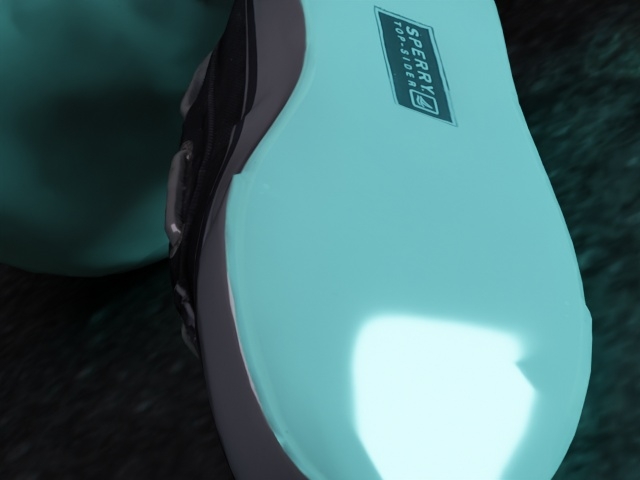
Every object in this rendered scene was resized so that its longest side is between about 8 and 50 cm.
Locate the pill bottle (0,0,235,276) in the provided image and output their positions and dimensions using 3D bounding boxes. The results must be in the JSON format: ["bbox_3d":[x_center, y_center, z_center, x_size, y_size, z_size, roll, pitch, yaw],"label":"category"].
[{"bbox_3d":[-0.122,-0.115,0.813,0.162,0.162,0.278,-34,36,-1],"label":"pill bottle"}]

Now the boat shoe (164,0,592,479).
[{"bbox_3d":[0.000,0.000,0.580,0.102,0.108,0.301,-58,23,33],"label":"boat shoe"}]
